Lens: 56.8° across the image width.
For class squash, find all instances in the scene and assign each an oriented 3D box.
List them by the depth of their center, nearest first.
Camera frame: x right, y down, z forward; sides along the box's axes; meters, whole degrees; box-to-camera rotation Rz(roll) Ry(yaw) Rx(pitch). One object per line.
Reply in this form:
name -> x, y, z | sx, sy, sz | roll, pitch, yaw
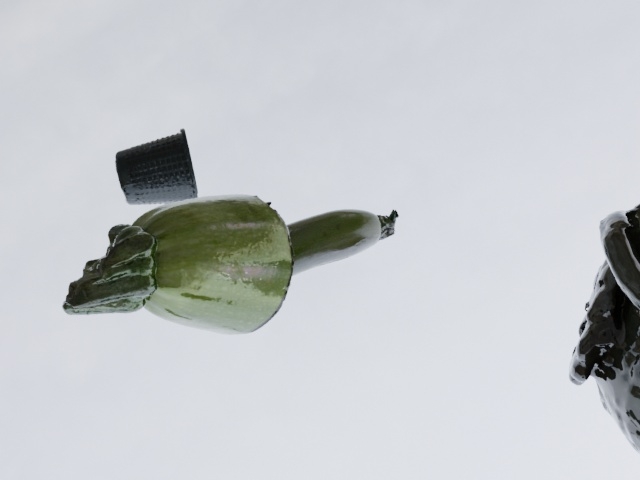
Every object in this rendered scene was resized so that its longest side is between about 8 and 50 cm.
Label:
squash -> -0.096, 0.011, 0.375 | 0.105, 0.132, 0.105 | -4, -97, 34
squash -> 0.001, 0.001, 0.940 | 0.331, 0.087, 0.087 | -16, -151, -30

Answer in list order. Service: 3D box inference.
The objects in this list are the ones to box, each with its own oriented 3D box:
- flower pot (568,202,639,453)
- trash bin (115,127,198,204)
flower pot -> 0.352, 0.062, 0.469 | 0.301, 0.213, 0.302 | -13, -155, 6
trash bin -> -0.360, -0.148, 1.304 | 0.160, 0.176, 0.175 | -12, -143, -10
